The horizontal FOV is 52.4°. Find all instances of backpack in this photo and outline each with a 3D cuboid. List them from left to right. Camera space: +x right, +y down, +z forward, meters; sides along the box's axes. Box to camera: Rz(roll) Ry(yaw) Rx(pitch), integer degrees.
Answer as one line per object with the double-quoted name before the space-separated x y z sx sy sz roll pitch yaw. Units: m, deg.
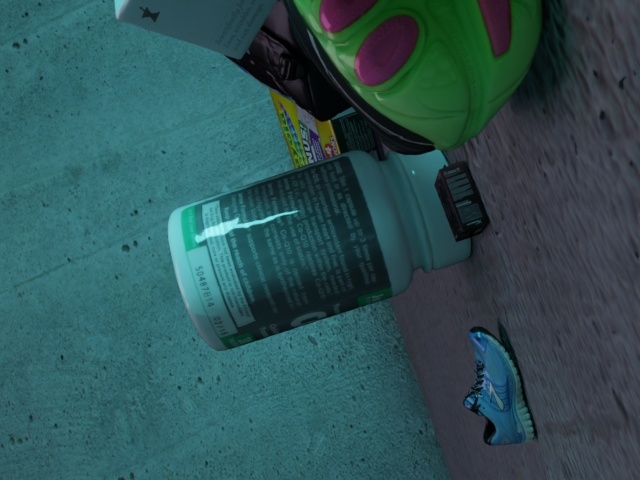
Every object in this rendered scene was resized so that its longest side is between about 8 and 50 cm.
"backpack" -0.062 -0.370 0.962 0.355 0.273 0.290 22 135 43

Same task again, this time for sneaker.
"sneaker" -0.001 -0.274 0.507 0.202 0.185 0.483 83 170 -74
"sneaker" 0.212 0.187 0.814 0.063 0.073 0.162 -96 -13 -85

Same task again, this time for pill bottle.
"pill bottle" 0.000 0.000 0.871 0.204 0.361 0.204 -18 -90 -89

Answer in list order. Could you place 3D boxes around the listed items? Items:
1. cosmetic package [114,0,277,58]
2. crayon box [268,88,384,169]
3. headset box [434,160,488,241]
"cosmetic package" -0.139 -0.425 0.739 0.217 0.156 0.385 -45 49 41
"crayon box" 0.020 -0.223 1.527 0.313 0.106 0.363 17 128 65
"headset box" 0.156 -0.046 0.732 0.062 0.032 0.083 67 -177 -79
